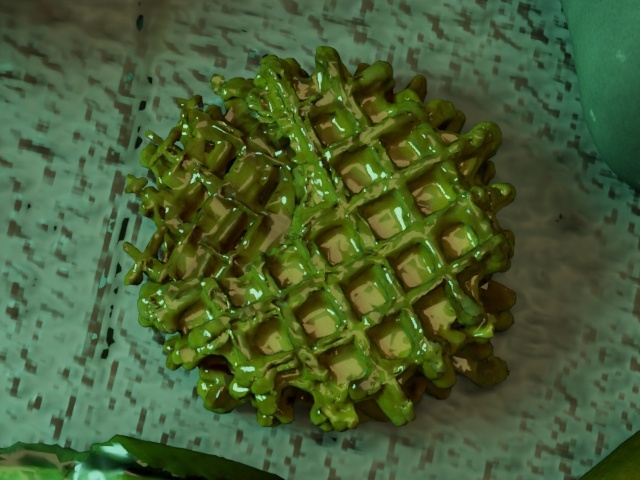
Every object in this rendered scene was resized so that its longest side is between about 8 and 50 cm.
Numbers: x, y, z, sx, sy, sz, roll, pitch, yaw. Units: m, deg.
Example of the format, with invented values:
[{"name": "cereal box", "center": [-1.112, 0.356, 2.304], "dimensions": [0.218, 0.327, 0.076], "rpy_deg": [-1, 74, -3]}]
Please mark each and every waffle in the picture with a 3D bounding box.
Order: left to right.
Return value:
[{"name": "waffle", "center": [0.000, 0.000, 0.804], "dimensions": [0.197, 0.070, 0.193], "rpy_deg": [-1, 77, -3]}]

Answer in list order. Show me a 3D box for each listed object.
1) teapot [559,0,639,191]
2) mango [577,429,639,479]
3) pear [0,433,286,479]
[{"name": "teapot", "center": [0.152, -0.145, 0.803], "dimensions": [0.251, 0.183, 0.183], "rpy_deg": [41, 78, 18]}, {"name": "mango", "center": [0.198, 0.135, 0.756], "dimensions": [0.267, 0.111, 0.133], "rpy_deg": [-17, 82, -6]}, {"name": "pear", "center": [-0.136, 0.217, 0.704], "dimensions": [0.292, 0.159, 0.292], "rpy_deg": [0, 79, -2]}]
